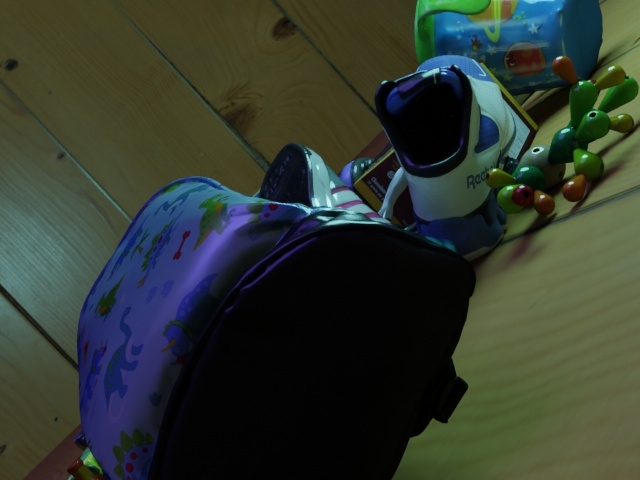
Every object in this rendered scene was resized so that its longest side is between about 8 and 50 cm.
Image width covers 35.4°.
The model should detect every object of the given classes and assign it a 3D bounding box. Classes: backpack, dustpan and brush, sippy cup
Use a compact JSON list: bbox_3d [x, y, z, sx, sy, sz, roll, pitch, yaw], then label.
[{"bbox_3d":[-0.061,0.082,0.788,0.290,0.273,0.355,-63,4,5],"label":"backpack"},{"bbox_3d":[0.081,-0.006,1.350,0.211,0.060,0.147,-56,4,8],"label":"dustpan and brush"},{"bbox_3d":[0.296,-0.318,1.518,0.224,0.240,0.305,4,30,36],"label":"sippy cup"}]

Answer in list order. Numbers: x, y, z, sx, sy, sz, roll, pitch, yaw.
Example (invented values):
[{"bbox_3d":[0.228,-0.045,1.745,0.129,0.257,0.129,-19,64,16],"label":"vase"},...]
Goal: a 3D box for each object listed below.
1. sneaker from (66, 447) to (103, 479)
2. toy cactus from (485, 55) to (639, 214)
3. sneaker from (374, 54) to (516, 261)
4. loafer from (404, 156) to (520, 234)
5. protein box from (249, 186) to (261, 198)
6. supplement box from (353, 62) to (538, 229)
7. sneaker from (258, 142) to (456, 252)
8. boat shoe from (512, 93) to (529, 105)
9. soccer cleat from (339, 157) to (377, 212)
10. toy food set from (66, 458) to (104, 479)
[{"bbox_3d":[-0.303,0.314,1.580,0.295,0.109,0.123,-45,10,-22],"label":"sneaker"},{"bbox_3d":[0.242,-0.095,1.060,0.219,0.112,0.180,-54,0,-21],"label":"toy cactus"},{"bbox_3d":[0.146,-0.144,1.138,0.128,0.182,0.315,-10,41,16],"label":"sneaker"},{"bbox_3d":[0.149,-0.027,1.206,0.223,0.078,0.076,-42,6,4],"label":"loafer"},{"bbox_3d":[-0.084,0.014,1.851,0.200,0.201,0.136,-42,6,-1],"label":"protein box"},{"bbox_3d":[0.181,-0.120,1.423,0.191,0.129,0.194,-39,7,32],"label":"supplement box"},{"bbox_3d":[0.050,0.007,1.060,0.123,0.178,0.295,-55,33,20],"label":"sneaker"},{"bbox_3d":[0.331,-0.282,1.808,0.277,0.098,0.096,-34,5,-5],"label":"boat shoe"},{"bbox_3d":[0.053,-0.062,1.586,0.116,0.108,0.318,-8,-4,10],"label":"soccer cleat"},{"bbox_3d":[-0.242,0.297,1.322,0.111,0.104,0.232,-46,7,-34],"label":"toy food set"}]
